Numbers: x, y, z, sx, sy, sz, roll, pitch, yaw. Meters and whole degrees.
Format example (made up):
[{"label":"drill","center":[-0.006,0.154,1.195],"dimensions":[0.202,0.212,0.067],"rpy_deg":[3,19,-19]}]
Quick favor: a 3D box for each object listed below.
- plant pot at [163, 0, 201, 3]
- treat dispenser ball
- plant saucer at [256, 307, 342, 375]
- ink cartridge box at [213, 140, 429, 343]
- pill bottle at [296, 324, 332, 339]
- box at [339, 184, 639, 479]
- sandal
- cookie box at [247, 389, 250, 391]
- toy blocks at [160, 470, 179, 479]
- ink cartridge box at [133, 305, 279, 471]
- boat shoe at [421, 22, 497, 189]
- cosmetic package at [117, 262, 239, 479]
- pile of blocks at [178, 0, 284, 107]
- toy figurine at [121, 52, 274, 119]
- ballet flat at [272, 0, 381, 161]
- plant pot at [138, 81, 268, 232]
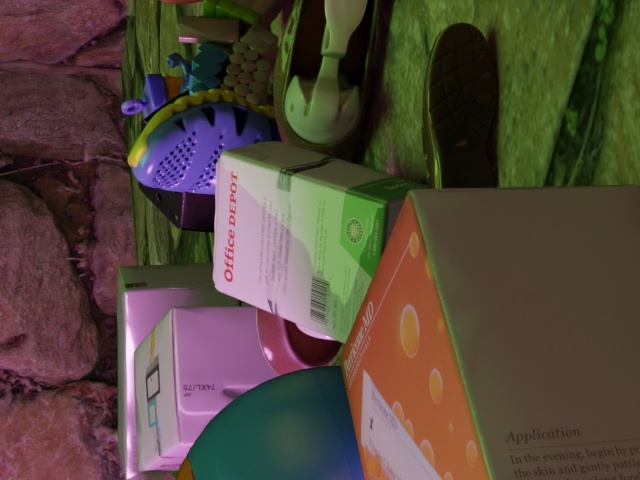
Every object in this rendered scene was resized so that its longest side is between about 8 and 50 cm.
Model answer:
[{"label":"plant pot","center":[-0.226,-0.553,1.879],"dimensions":[0.243,0.275,0.274],"rpy_deg":[-100,14,-64]},{"label":"treat dispenser ball","center":[0.012,0.250,0.967],"dimensions":[0.288,0.288,0.288],"rpy_deg":[179,90,-75]},{"label":"plant saucer","center":[-0.014,0.085,1.365],"dimensions":[0.029,0.168,0.168],"rpy_deg":[1,93,37]},{"label":"ink cartridge box","center":[0.000,0.000,1.167],"dimensions":[0.219,0.093,0.160],"rpy_deg":[21,116,37]},{"label":"pill bottle","center":[0.021,0.018,1.282],"dimensions":[0.094,0.094,0.169],"rpy_deg":[-133,43,-68]},{"label":"box","center":[0.142,0.164,0.716],"dimensions":[0.215,0.168,0.345],"rpy_deg":[108,156,-51]},{"label":"sandal","center":[-0.085,-0.097,1.378],"dimensions":[0.138,0.317,0.126],"rpy_deg":[56,130,25]},{"label":"cookie box","center":[-0.041,0.242,1.507],"dimensions":[0.040,0.107,0.091],"rpy_deg":[109,156,-55]},{"label":"toy blocks","center":[-0.191,0.524,1.854],"dimensions":[0.190,0.261,0.381],"rpy_deg":[-49,-7,-27]},{"label":"ink cartridge box","center":[-0.151,0.224,1.696],"dimensions":[0.270,0.198,0.197],"rpy_deg":[138,130,-62]},{"label":"boat shoe","center":[0.113,-0.097,0.993],"dimensions":[0.060,0.064,0.177],"rpy_deg":[-162,69,-72]},{"label":"cosmetic package","center":[-0.270,0.243,2.151],"dimensions":[0.156,0.217,0.384],"rpy_deg":[-135,47,-68]},{"label":"pile of blocks","center":[-0.129,-0.235,1.618],"dimensions":[0.112,0.149,0.362],"rpy_deg":[102,172,-58]},{"label":"toy figurine","center":[-0.219,-0.216,1.910],"dimensions":[0.362,0.217,0.191],"rpy_deg":[129,137,-68]},{"label":"ballet flat","center":[0.015,-0.210,1.246],"dimensions":[0.124,0.116,0.342],"rpy_deg":[-92,13,-63]},{"label":"plant pot","center":[-0.168,-0.116,1.717],"dimensions":[0.188,0.167,0.187],"rpy_deg":[42,137,36]}]
